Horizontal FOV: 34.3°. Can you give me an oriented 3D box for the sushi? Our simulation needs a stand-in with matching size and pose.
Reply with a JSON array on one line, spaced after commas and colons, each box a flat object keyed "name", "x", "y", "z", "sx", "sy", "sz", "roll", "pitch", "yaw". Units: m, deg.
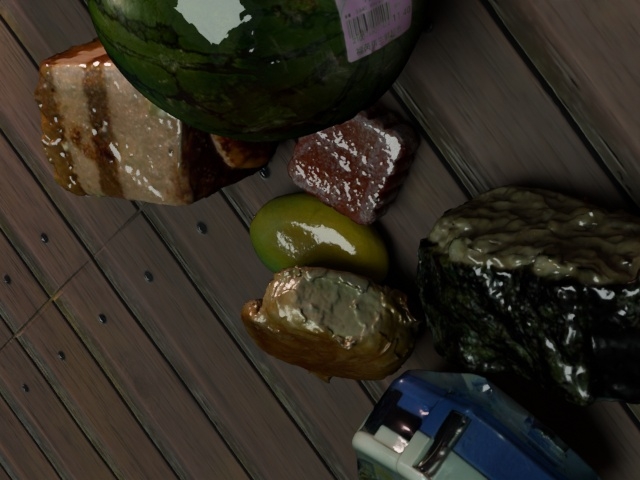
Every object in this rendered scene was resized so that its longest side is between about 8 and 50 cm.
[{"name": "sushi", "x": 0.254, "y": 0.046, "z": 1.063, "sx": 0.350, "sy": 0.211, "sz": 0.170, "roll": 13, "pitch": 127, "yaw": 43}]

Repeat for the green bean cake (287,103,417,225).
[{"name": "green bean cake", "x": 0.039, "y": -0.102, "z": 1.243, "sx": 0.135, "sy": 0.056, "sz": 0.135, "roll": 35, "pitch": 121, "yaw": 20}]

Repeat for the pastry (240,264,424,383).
[{"name": "pastry", "x": 0.017, "y": 0.106, "z": 1.296, "sx": 0.229, "sy": 0.100, "sz": 0.218, "roll": 3, "pitch": 154, "yaw": 30}]

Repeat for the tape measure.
[{"name": "tape measure", "x": 0.164, "y": 0.271, "z": 1.221, "sx": 0.259, "sy": 0.138, "sz": 0.262, "roll": 43, "pitch": 159, "yaw": -25}]

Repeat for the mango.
[{"name": "mango", "x": -0.002, "y": -0.003, "z": 1.323, "sx": 0.191, "sy": 0.085, "sz": 0.122, "roll": 2, "pitch": 105, "yaw": 25}]

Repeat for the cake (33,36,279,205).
[{"name": "cake", "x": -0.189, "y": -0.152, "z": 1.312, "sx": 0.293, "sy": 0.199, "sz": 0.196, "roll": 12, "pitch": 117, "yaw": 32}]

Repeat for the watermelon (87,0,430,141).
[{"name": "watermelon", "x": -0.065, "y": -0.269, "z": 1.059, "sx": 0.363, "sy": 0.363, "sz": 0.363, "roll": 18, "pitch": 123, "yaw": 30}]
